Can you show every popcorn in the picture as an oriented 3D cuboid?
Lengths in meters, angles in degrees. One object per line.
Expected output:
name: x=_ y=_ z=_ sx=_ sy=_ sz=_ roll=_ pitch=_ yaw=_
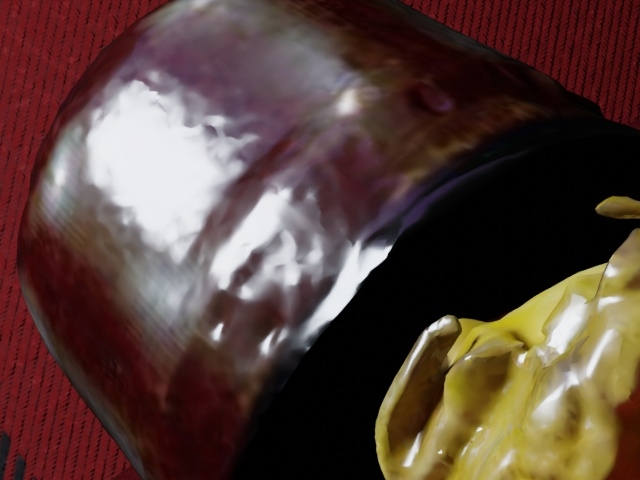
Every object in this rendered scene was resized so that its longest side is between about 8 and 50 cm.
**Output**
popcorn: x=0.139 y=0.092 z=0.931 sx=0.250 sy=0.190 sz=0.250 roll=-42 pitch=-5 yaw=-4

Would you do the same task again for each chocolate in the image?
chocolate: x=0.000 y=0.000 z=1.179 sx=0.383 sy=0.331 sz=0.384 roll=-25 pitch=-39 yaw=-22
